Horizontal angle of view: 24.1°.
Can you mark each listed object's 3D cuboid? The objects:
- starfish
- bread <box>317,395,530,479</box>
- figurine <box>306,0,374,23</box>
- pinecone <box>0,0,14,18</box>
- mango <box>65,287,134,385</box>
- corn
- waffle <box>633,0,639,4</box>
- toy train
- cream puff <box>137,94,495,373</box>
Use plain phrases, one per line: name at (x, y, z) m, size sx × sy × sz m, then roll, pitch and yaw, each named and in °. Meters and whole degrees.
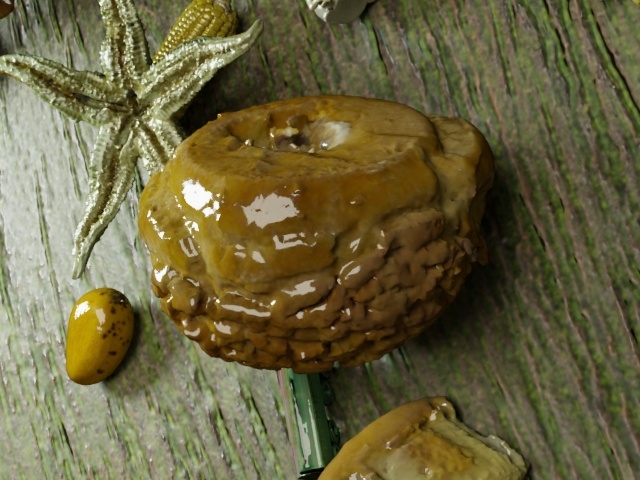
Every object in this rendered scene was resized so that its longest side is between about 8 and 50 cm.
starfish at (-0.219, -0.132, 1.631) m, size 0.347 × 0.078 × 0.358 m, roll 32°, pitch 110°, yaw 17°
bread at (0.063, 0.269, 1.405) m, size 0.174 × 0.133 × 0.252 m, roll 34°, pitch 95°, yaw 30°
figurine at (-0.013, -0.301, 1.609) m, size 0.146 × 0.098 × 0.081 m, roll 45°, pitch 114°, yaw 28°
pinecone at (-0.473, -0.336, 1.743) m, size 0.229 × 0.201 × 0.202 m, roll -9°, pitch 80°, yaw 8°
mango at (-0.248, 0.107, 1.666) m, size 0.079 × 0.057 × 0.114 m, roll 27°, pitch 95°, yaw 24°
corn at (-0.161, -0.186, 1.684) m, size 0.067 × 0.067 × 0.206 m, roll 39°, pitch 101°, yaw 31°
waffle at (0.310, -0.393, 1.474) m, size 0.307 × 0.060 × 0.312 m, roll 44°, pitch 102°, yaw 29°
toy train at (-0.010, 0.174, 1.505) m, size 0.038 × 0.071 × 0.148 m, roll -19°, pitch 69°, yaw 24°
cream puff at (0.000, 0.000, 1.438) m, size 0.327 × 0.343 × 0.231 m, roll 32°, pitch 132°, yaw 59°
